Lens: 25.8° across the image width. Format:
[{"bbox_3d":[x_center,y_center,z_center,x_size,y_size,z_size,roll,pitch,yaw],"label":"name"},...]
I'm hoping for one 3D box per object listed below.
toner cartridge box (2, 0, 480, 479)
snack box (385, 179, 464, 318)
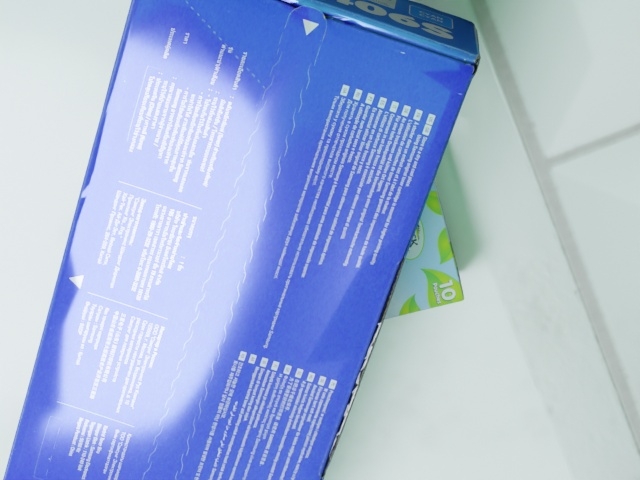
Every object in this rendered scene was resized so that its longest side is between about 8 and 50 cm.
[{"bbox_3d":[-0.052,0.029,0.734,0.165,0.075,0.348,18,112,-4],"label":"toner cartridge box"},{"bbox_3d":[0.000,0.000,0.782,0.141,0.037,0.100,-14,111,6],"label":"snack box"}]
